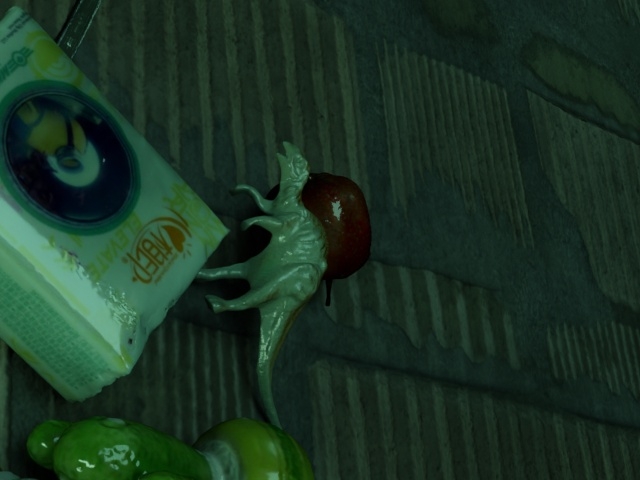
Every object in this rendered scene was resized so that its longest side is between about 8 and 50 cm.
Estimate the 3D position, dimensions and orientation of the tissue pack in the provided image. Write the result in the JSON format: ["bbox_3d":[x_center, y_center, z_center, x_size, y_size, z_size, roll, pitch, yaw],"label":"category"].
[{"bbox_3d":[-0.329,-0.043,1.567,0.388,0.162,0.287,47,45,-15],"label":"tissue pack"}]

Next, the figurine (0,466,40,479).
[{"bbox_3d":[-0.283,0.326,1.412,0.143,0.143,0.271,-34,92,-50],"label":"figurine"}]

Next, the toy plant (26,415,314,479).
[{"bbox_3d":[-0.169,0.277,1.512,0.316,0.224,0.184,20,87,-38],"label":"toy plant"}]

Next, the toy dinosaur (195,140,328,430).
[{"bbox_3d":[-0.076,0.067,1.769,0.206,0.092,0.392,-10,84,-19],"label":"toy dinosaur"}]

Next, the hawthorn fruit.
[{"bbox_3d":[0.000,0.000,1.899,0.157,0.157,0.194,-18,99,-49],"label":"hawthorn fruit"}]

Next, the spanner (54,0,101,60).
[{"bbox_3d":[-0.314,-0.356,1.872,0.093,0.026,0.325,39,47,-25],"label":"spanner"}]
